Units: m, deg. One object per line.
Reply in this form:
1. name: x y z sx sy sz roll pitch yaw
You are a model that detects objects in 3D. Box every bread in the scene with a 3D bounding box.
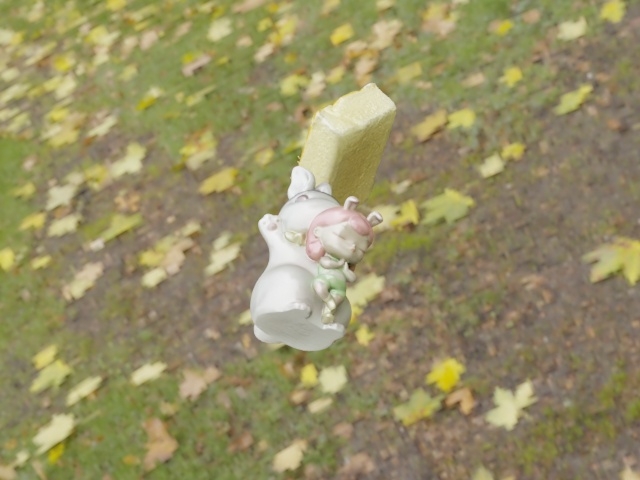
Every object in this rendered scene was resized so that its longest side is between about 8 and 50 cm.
1. bread: 0.029 -0.116 1.724 0.068 0.188 0.125 40 48 23

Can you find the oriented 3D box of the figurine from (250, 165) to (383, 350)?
1. figurine: 0.007 0.005 0.913 0.098 0.081 0.146 -4 55 32
